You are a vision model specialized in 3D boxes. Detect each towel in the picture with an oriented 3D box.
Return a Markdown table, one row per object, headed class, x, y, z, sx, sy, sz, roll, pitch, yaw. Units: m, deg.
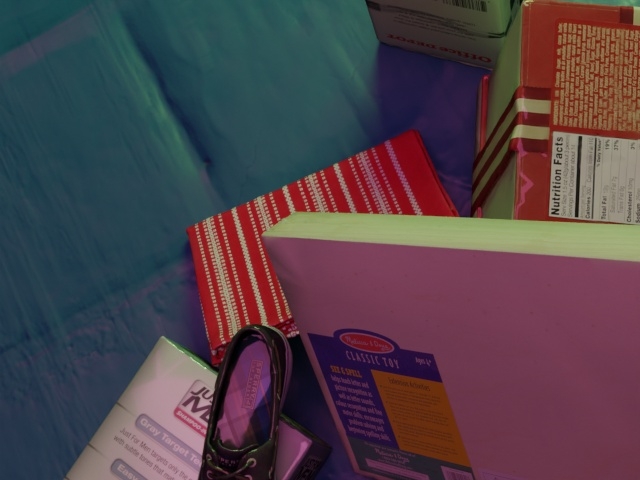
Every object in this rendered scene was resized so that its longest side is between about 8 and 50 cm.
| class | x | y | z | sx | sy | sz | roll | pitch | yaw |
| --- | --- | --- | --- | --- | --- | --- | --- | --- | --- |
| towel | 0.000 | 0.000 | 1.179 | 0.275 | 0.031 | 0.199 | -23 | 44 | 7 |

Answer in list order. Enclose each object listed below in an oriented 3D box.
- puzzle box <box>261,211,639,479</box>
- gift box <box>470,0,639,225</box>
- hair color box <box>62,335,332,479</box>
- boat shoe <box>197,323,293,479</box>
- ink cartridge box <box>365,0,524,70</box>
| class | x | y | z | sx | sy | sz | roll | pitch | yaw |
| --- | --- | --- | --- | --- | --- | --- | --- | --- | --- |
| puzzle box | 0.143 | 0.107 | 0.960 | 0.409 | 0.272 | 0.052 | 5 | 33 | 46 |
| gift box | 0.277 | -0.045 | 1.058 | 0.276 | 0.258 | 0.255 | 10 | 76 | 0 |
| hair color box | -0.173 | 0.302 | 1.136 | 0.185 | 0.113 | 0.374 | 32 | 85 | 17 |
| boat shoe | -0.070 | 0.183 | 1.046 | 0.080 | 0.076 | 0.228 | 9 | 77 | 14 |
| ink cartridge box | 0.123 | -0.263 | 1.172 | 0.153 | 0.208 | 0.086 | 17 | 76 | 15 |
